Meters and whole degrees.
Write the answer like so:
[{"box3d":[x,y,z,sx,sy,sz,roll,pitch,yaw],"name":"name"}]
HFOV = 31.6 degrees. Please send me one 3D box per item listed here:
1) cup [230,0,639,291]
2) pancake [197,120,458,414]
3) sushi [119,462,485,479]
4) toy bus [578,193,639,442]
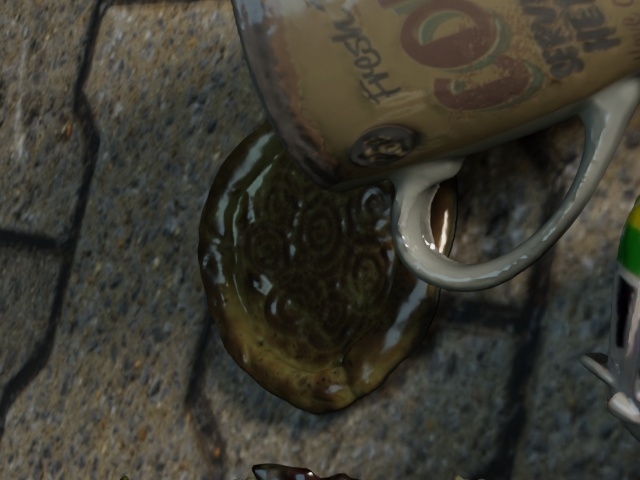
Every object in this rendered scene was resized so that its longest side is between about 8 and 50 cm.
[{"box3d":[0.107,-0.122,0.691,0.257,0.227,0.301,-9,92,24],"name":"cup"},{"box3d":[0.000,0.000,0.853,0.250,0.031,0.250,-13,69,38],"name":"pancake"},{"box3d":[0.004,0.274,0.612,0.281,0.299,0.294,-5,76,16],"name":"sushi"},{"box3d":[0.271,0.081,0.533,0.305,0.143,0.179,42,108,37],"name":"toy bus"}]
